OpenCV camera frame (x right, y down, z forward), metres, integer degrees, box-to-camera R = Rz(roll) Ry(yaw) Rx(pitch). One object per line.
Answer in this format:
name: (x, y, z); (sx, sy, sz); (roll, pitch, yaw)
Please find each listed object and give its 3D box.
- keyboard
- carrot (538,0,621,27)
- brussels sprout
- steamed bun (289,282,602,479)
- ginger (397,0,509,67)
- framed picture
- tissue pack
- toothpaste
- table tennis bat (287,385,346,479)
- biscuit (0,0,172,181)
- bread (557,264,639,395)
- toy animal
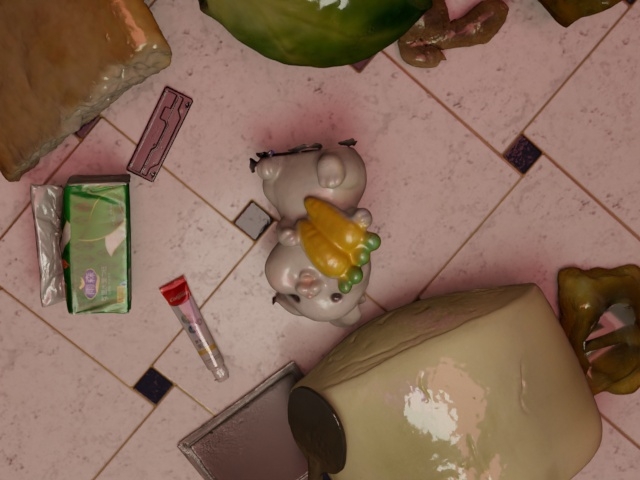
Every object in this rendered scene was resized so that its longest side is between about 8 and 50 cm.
keyboard: (-0.265, -0.174, 1.770); (0.053, 0.010, 0.155); (27, 96, -8)
carrot: (0.392, -0.492, 1.662); (0.241, 0.241, 0.341); (-42, 101, 3)
brussels sprout: (0.011, -0.443, 1.565); (0.425, 0.342, 0.361); (-32, 85, -21)
steamed bun: (0.211, 0.282, 1.745); (0.456, 0.290, 0.371); (-27, 99, 2)
ginger: (0.202, -0.361, 1.755); (0.214, 0.059, 0.133); (-23, 105, 1)
framed picture: (-0.091, 0.355, 1.874); (0.252, 0.014, 0.197); (-36, 101, 2)
tissue pack: (-0.379, 0.003, 1.720); (0.156, 0.148, 0.209); (-1, 100, -6)
toothpaste: (-0.208, 0.154, 1.823); (0.048, 0.031, 0.190); (-27, 98, 3)
table tennis bat: (-0.007, 0.330, 1.707); (0.022, 0.131, 0.234); (-26, 134, -35)
biscuit: (-0.444, -0.339, 1.580); (0.429, 0.104, 0.446); (-18, 103, 40)
bread: (0.494, 0.159, 1.857); (0.160, 0.088, 0.233); (-4, 98, -1)
toy animal: (-0.003, 0.001, 1.717); (0.182, 0.247, 0.310); (-8, 94, -1)
